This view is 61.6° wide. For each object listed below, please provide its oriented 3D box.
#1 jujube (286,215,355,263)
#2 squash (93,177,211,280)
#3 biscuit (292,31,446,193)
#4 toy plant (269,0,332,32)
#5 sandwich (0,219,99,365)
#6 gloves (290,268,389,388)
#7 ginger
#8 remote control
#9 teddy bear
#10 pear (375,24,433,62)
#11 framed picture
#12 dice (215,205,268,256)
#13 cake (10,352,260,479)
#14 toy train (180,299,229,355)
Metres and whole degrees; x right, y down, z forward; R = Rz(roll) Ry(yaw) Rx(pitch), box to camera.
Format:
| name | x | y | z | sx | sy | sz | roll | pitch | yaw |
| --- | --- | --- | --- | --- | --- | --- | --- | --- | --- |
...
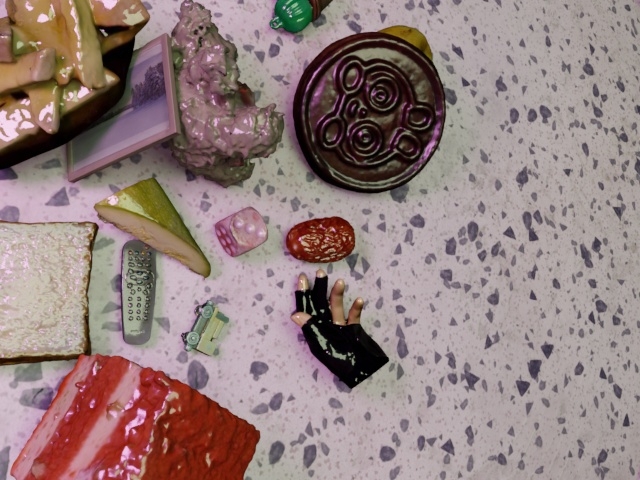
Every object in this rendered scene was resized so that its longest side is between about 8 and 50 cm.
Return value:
| name | x | y | z | sx | sy | sz | roll | pitch | yaw |
| --- | --- | --- | --- | --- | --- | --- | --- | --- | --- |
| jujube | 0.000 | 0.000 | 1.340 | 0.176 | 0.109 | 0.112 | -8 | 50 | -22 |
| squash | -0.328 | -0.002 | 1.125 | 0.252 | 0.093 | 0.169 | 60 | 35 | -8 |
| biscuit | 0.132 | -0.315 | 1.364 | 0.408 | 0.091 | 0.407 | -4 | 107 | -12 |
| toy plant | -0.062 | -0.622 | 1.398 | 0.200 | 0.105 | 0.142 | -35 | 92 | -17 |
| sandwich | -0.558 | 0.095 | 1.010 | 0.249 | 0.095 | 0.273 | 4 | 80 | -29 |
| gloves | 0.030 | 0.213 | 1.295 | 0.197 | 0.152 | 0.300 | -17 | 85 | -51 |
| ginger | -0.544 | -0.356 | 0.947 | 0.358 | 0.211 | 0.413 | 38 | 79 | 15 |
| remote control | -0.387 | 0.108 | 1.135 | 0.072 | 0.042 | 0.221 | 4 | 79 | -31 |
| teddy bear | -0.222 | -0.317 | 1.122 | 0.225 | 0.357 | 0.367 | 0 | 82 | -19 |
| pear | 0.209 | -0.489 | 1.471 | 0.200 | 0.200 | 0.199 | 5 | 80 | -29 |
| framed picture | -0.396 | -0.254 | 1.048 | 0.016 | 0.289 | 0.213 | 17 | 60 | -61 |
| dice | -0.182 | -0.020 | 1.241 | 0.091 | 0.094 | 0.093 | -31 | 97 | -29 |
| cake | -0.329 | 0.377 | 0.939 | 0.270 | 0.320 | 0.269 | 51 | 54 | -41 |
| toy train | -0.256 | 0.197 | 1.193 | 0.081 | 0.050 | 0.122 | 35 | 67 | -26 |
